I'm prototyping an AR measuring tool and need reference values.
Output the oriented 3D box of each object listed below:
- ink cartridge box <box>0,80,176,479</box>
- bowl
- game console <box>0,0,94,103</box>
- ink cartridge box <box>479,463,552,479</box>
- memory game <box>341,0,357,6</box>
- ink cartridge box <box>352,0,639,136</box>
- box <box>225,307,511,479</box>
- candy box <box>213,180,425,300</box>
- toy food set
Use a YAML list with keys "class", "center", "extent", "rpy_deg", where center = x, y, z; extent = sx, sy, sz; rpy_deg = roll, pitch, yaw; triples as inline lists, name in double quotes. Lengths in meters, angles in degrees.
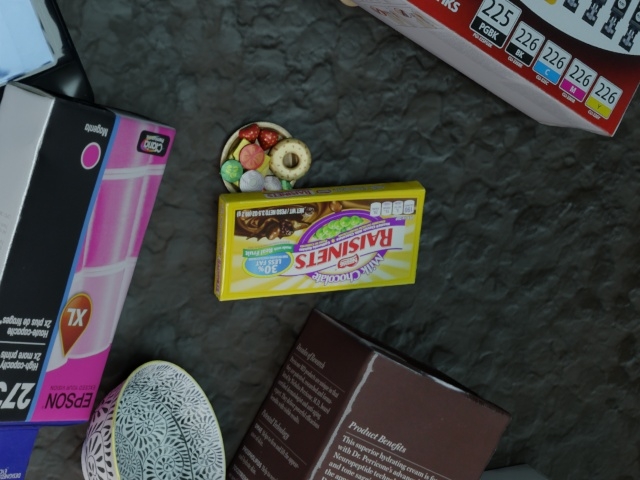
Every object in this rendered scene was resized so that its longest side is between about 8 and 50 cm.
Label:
- class: "ink cartridge box"
  center: [-0.250, 0.056, 1.339]
  extent: [0.175, 0.069, 0.371]
  rpy_deg: [9, 101, -60]
- class: "bowl"
  center: [-0.168, 0.202, 1.421]
  extent: [0.080, 0.170, 0.170]
  rpy_deg: [-16, 113, 29]
- class: "game console"
  center: [-0.330, -0.177, 1.245]
  extent: [0.250, 0.173, 0.293]
  rpy_deg: [-25, 109, -15]
- class: "ink cartridge box"
  center: [0.164, 0.370, 1.590]
  extent: [0.172, 0.100, 0.237]
  rpy_deg: [-6, 102, -20]
- class: "memory game"
  center: [0.068, -0.307, 1.462]
  extent: [0.186, 0.012, 0.186]
  rpy_deg: [-5, 103, -21]
- class: "ink cartridge box"
  center: [0.192, -0.291, 1.439]
  extent: [0.309, 0.130, 0.272]
  rpy_deg: [28, 87, -28]
- class: "box"
  center: [0.040, 0.204, 1.471]
  extent: [0.168, 0.167, 0.203]
  rpy_deg: [28, 90, -23]
- class: "candy box"
  center: [0.000, 0.000, 1.480]
  extent: [0.205, 0.027, 0.105]
  rpy_deg: [-5, 118, -21]
- class: "toy food set"
  center: [-0.055, -0.071, 1.457]
  extent: [0.083, 0.020, 0.083]
  rpy_deg: [34, 87, -24]
